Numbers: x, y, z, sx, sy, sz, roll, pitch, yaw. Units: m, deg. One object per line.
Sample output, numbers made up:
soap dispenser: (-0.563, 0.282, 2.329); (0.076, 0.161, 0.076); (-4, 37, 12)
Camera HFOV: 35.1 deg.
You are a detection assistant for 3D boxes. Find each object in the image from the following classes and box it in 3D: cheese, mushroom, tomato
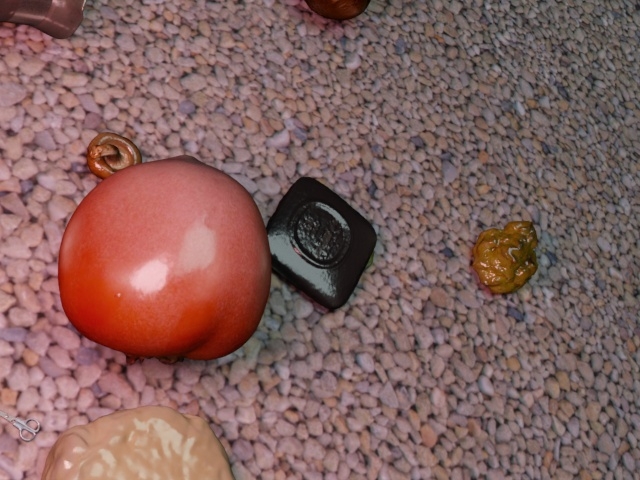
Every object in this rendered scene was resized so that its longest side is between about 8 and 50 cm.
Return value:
cheese: (-0.245, 0.391, 1.412); (0.318, 0.115, 0.326); (-27, 83, -40)
mushroom: (0.026, -0.555, 2.121); (0.194, 0.138, 0.231); (31, 39, 1)
mushroom: (-0.351, -0.138, 1.657); (0.129, 0.073, 0.088); (4, 73, -70)
tomato: (-0.223, 0.026, 1.497); (0.321, 0.321, 0.321); (16, 57, -26)

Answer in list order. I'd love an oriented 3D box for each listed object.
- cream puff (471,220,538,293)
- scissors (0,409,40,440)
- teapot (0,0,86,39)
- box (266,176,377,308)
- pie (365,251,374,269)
cream puff: (0.382, 0.030, 2.030); (0.146, 0.116, 0.146); (19, 53, -27)
scissors: (-0.437, 0.252, 1.431); (0.083, 0.006, 0.036); (35, 49, -12)
teapot: (-0.571, -0.444, 1.606); (0.344, 0.253, 0.300); (0, 33, -41)
box: (0.000, 0.000, 1.827); (0.201, 0.042, 0.212); (35, 57, -6)
pie: (0.066, 0.019, 1.888); (0.085, 0.017, 0.085); (15, 58, -25)
